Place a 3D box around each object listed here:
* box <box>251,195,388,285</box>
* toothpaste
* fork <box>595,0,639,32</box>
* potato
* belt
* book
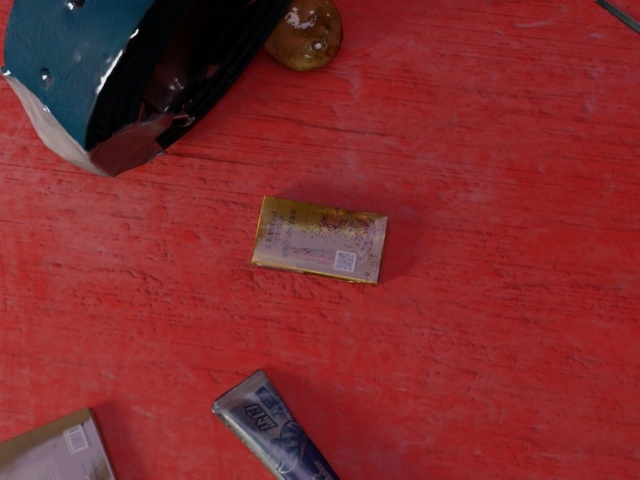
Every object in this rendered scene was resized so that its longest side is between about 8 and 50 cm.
[{"bbox_3d":[0.000,0.000,1.135,0.156,0.022,0.089,8,78,2],"label":"box"},{"bbox_3d":[-0.014,0.267,1.059,0.069,0.047,0.268,-42,76,4],"label":"toothpaste"},{"bbox_3d":[0.450,-0.243,1.195,0.235,0.021,0.039,39,76,8],"label":"fork"},{"bbox_3d":[-0.045,-0.285,1.177,0.107,0.080,0.170,-40,78,-14],"label":"potato"},{"bbox_3d":[-0.171,-0.266,1.021,0.173,0.300,0.436,41,119,11],"label":"belt"},{"bbox_3d":[-0.332,0.291,1.066,0.199,0.016,0.138,-22,77,-5],"label":"book"}]
